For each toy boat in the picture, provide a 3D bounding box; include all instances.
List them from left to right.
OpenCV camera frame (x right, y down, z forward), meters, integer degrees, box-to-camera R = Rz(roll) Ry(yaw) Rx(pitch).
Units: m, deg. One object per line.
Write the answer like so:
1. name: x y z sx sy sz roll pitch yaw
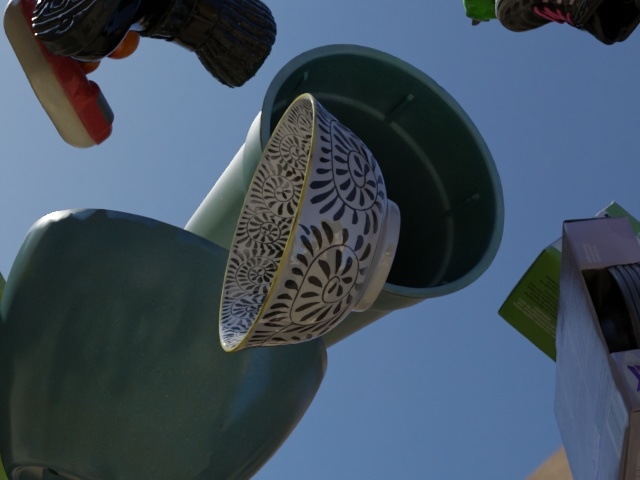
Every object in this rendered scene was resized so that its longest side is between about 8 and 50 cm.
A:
1. toy boat: -0.298 -0.237 1.739 0.231 0.151 0.151 58 -6 36

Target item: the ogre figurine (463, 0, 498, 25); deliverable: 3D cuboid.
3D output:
1. ogre figurine: 0.209 -0.344 1.683 0.118 0.097 0.197 -22 -70 29

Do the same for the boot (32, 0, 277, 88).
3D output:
1. boot: -0.178 -0.258 1.624 0.131 0.348 0.260 -28 -59 29

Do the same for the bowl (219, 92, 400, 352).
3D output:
1. bowl: 0.000 0.000 0.878 0.080 0.170 0.170 18 -39 -13

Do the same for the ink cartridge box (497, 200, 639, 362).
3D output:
1. ink cartridge box: 0.333 0.071 1.519 0.189 0.255 0.097 41 -62 13

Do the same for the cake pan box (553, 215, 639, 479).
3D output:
1. cake pan box: 0.265 0.145 1.232 0.070 0.246 0.267 -7 -52 -2

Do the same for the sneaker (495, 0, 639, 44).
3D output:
1. sneaker: 0.202 -0.183 1.065 0.170 0.063 0.075 -14 -113 45

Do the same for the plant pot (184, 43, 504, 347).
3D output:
1. plant pot: -0.003 -0.016 1.755 0.341 0.341 0.334 49 -43 0

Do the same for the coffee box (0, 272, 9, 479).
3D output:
1. coffee box: -0.494 0.179 1.385 0.334 0.337 0.338 -25 -83 20

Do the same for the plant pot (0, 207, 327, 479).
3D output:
1. plant pot: -0.162 0.138 1.173 0.290 0.195 0.290 17 -32 11
